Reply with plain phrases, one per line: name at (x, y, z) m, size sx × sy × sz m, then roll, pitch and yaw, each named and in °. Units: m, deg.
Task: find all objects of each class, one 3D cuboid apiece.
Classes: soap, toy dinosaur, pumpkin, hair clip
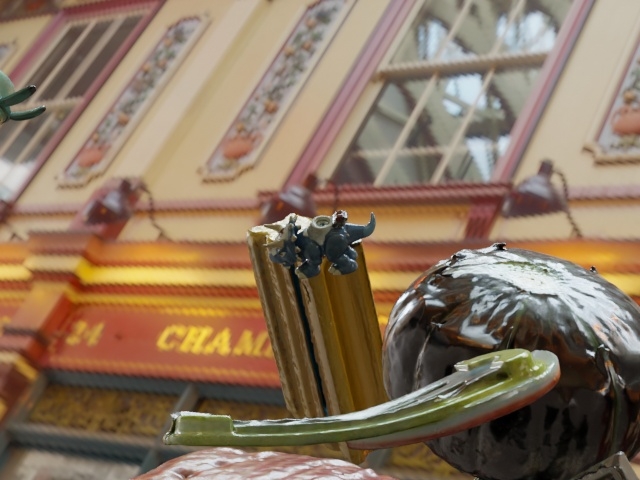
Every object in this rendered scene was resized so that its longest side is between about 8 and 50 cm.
soap at (0.006, 0.131, 1.827) m, size 0.204 × 0.096 × 0.324 m, roll 25°, pitch -48°, yaw 58°
toy dinosaur at (0.000, 0.000, 0.956) m, size 0.083 × 0.030 × 0.047 m, roll -5°, pitch -52°, yaw 5°
pumpkin at (0.214, 0.156, 1.373) m, size 0.296 × 0.295 × 0.295 m, roll 20°, pitch -34°, yaw 14°
hair clip at (0.026, 0.074, 0.561) m, size 0.188 × 0.033 × 0.060 m, roll -9°, pitch -4°, yaw -19°

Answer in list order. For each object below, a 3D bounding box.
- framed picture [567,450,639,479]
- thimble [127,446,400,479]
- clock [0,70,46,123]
framed picture at (0.251, 0.356, 1.263) m, size 0.232 × 0.024 × 0.315 m, roll 61°, pitch -35°, yaw 12°
thimble at (-0.037, 0.334, 0.991) m, size 0.231 × 0.350 × 0.350 m, roll 0°, pitch -42°, yaw 48°
clock at (-0.315, -0.136, 1.163) m, size 0.135 × 0.041 × 0.101 m, roll 21°, pitch -17°, yaw 6°
